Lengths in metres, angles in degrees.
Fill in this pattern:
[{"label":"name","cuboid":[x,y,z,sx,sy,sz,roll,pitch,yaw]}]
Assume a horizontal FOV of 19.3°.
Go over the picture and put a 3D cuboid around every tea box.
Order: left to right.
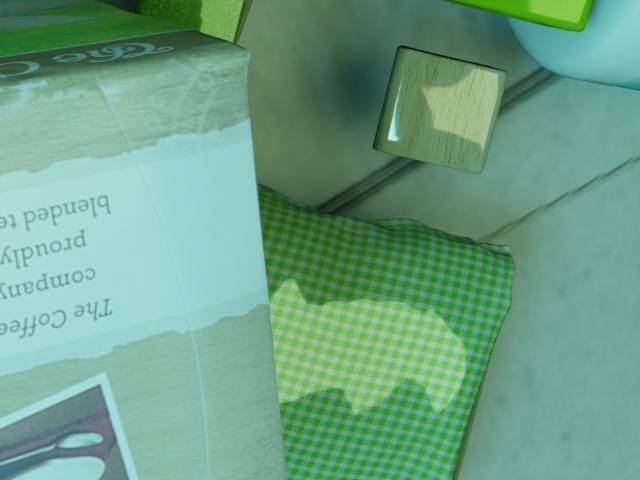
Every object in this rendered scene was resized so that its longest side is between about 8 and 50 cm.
[{"label":"tea box","cuboid":[-0.223,0.041,0.650,0.329,0.323,0.220,-13,109,-25]}]

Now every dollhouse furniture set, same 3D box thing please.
[{"label":"dollhouse furniture set","cuboid":[0.000,0.000,0.820,0.197,0.151,0.301,13,97,-5]}]

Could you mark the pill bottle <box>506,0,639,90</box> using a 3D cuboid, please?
[{"label":"pill bottle","cuboid":[0.232,-0.137,0.947,0.264,0.146,0.146,6,100,-29]}]
